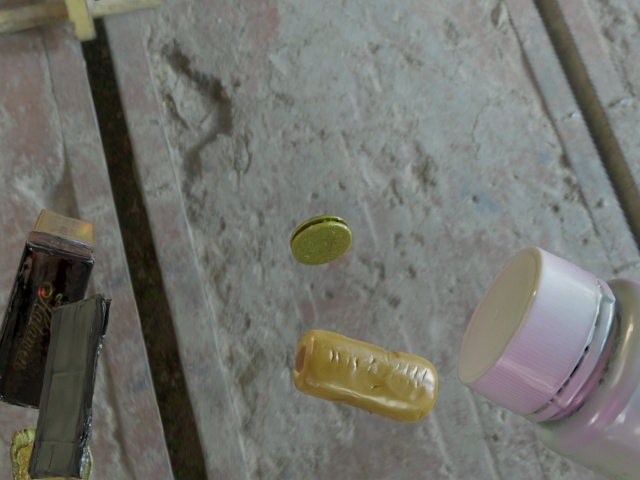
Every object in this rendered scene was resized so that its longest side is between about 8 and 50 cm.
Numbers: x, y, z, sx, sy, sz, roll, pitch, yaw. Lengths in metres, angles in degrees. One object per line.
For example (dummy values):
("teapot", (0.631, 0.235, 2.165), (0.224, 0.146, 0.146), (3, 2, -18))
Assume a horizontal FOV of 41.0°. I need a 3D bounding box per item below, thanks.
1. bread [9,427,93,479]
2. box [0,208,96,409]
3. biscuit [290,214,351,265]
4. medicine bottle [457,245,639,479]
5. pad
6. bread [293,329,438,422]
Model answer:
("bread", (-0.470, 0.384, 1.493), (0.140, 0.069, 0.128), (-2, 108, -24))
("box", (-0.485, 0.102, 1.512), (0.116, 0.415, 0.264), (17, 96, -16))
("biscuit", (0.000, 0.000, 1.127), (0.084, 0.084, 0.023), (-11, 53, -12))
("medicine bottle", (0.351, 0.161, 1.083), (0.302, 0.241, 0.241), (27, 68, -5))
("pad", (-0.326, 0.191, 1.110), (0.022, 0.174, 0.233), (17, 67, -36))
("bread", (0.094, 0.278, 1.732), (0.305, 0.091, 0.142), (17, 80, -17))
